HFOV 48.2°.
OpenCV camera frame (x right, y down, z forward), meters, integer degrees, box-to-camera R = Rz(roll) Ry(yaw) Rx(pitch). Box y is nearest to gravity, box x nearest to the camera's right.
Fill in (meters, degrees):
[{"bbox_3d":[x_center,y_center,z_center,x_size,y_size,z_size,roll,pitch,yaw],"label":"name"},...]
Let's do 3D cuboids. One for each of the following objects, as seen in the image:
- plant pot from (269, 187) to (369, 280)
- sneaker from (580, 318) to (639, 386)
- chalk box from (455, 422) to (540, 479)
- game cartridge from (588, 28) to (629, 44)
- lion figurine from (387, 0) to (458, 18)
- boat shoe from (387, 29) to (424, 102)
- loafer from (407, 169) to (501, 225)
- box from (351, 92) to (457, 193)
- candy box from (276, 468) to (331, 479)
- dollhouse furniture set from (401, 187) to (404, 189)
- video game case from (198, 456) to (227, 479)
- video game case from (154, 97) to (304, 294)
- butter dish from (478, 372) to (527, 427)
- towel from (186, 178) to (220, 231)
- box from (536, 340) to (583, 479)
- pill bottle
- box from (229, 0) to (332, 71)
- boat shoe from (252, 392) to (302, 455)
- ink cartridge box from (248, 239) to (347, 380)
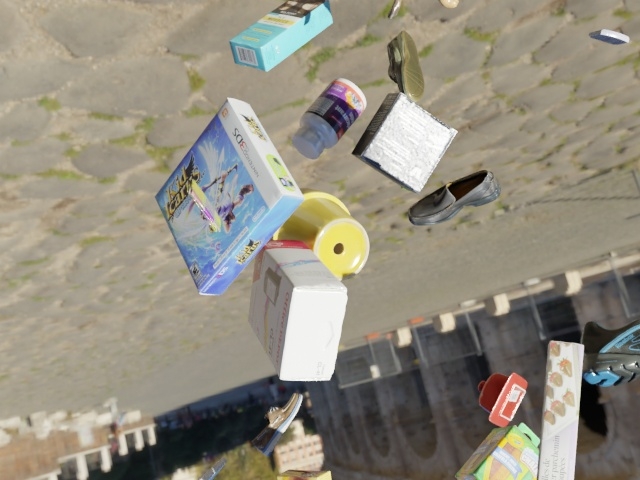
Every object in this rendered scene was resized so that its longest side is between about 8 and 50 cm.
[{"bbox_3d":[0.000,0.000,1.893,0.253,0.254,0.239,-9,-165,-26],"label":"plant pot"},{"bbox_3d":[0.735,0.225,1.536,0.340,0.140,0.125,-5,146,16],"label":"sneaker"},{"bbox_3d":[0.461,0.544,1.754,0.213,0.132,0.132,-43,173,-20],"label":"chalk box"},{"bbox_3d":[0.700,-0.492,1.731,0.083,0.017,0.056,10,-172,-18],"label":"game cartridge"},{"bbox_3d":[0.285,-0.580,1.327,0.392,0.142,0.240,-35,158,-10],"label":"lion figurine"},{"bbox_3d":[0.208,-0.429,1.808,0.080,0.224,0.073,24,141,-39],"label":"boat shoe"},{"bbox_3d":[0.228,-0.080,1.257,0.170,0.062,0.061,-25,143,12],"label":"loafer"},{"bbox_3d":[0.177,-0.209,1.530,0.156,0.158,0.093,31,-177,-16],"label":"box"},{"bbox_3d":[-0.024,0.579,1.495,0.109,0.187,0.053,-9,176,33],"label":"candy box"},{"bbox_3d":[0.258,-0.227,2.139,0.076,0.152,0.058,-22,162,36],"label":"dollhouse furniture set"},{"bbox_3d":[-0.300,0.605,1.728,0.143,0.019,0.157,-52,171,15],"label":"video game case"},{"bbox_3d":[-0.177,-0.078,1.304,0.061,0.244,0.269,9,133,-48],"label":"video game case"},{"bbox_3d":[0.527,0.459,2.141,0.118,0.160,0.160,26,175,39],"label":"butter dish"},{"bbox_3d":[-0.182,-0.055,1.119,0.009,0.083,0.060,-30,-155,7],"label":"towel"},{"bbox_3d":[0.446,0.353,1.340,0.063,0.324,0.067,5,166,17],"label":"box"},{"bbox_3d":[0.017,-0.292,1.737,0.193,0.108,0.108,-52,-179,-20],"label":"pill bottle"},{"bbox_3d":[-0.085,-0.472,1.614,0.100,0.060,0.244,21,-129,32],"label":"box"},{"bbox_3d":[-0.114,0.474,1.893,0.183,0.066,0.066,-56,179,-26],"label":"boat shoe"},{"bbox_3d":[-0.064,0.151,1.652,0.131,0.226,0.306,3,-162,-20],"label":"ink cartridge box"}]
